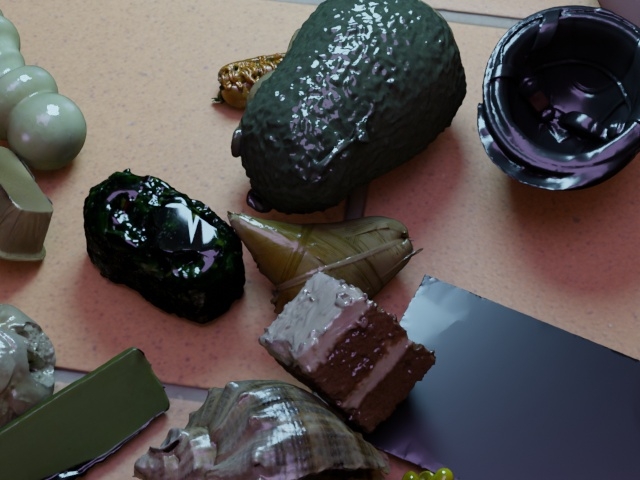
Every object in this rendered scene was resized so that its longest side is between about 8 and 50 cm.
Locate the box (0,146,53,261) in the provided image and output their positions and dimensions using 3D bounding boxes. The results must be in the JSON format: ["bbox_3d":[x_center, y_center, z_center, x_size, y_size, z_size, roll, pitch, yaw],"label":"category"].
[{"bbox_3d":[-0.414,-0.045,2.000,0.111,0.111,0.177,-29,59,-17],"label":"box"}]

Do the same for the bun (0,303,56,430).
[{"bbox_3d":[-0.408,0.154,1.849,0.193,0.128,0.178,-17,56,-13],"label":"bun"}]

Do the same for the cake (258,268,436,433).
[{"bbox_3d":[0.029,0.123,1.810,0.134,0.147,0.135,-46,25,-11],"label":"cake"}]

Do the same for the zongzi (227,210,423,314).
[{"bbox_3d":[0.000,0.000,1.926,0.194,0.099,0.197,-38,100,-24],"label":"zongzi"}]

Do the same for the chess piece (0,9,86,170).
[{"bbox_3d":[-0.412,-0.197,2.089,0.144,0.144,0.251,-38,68,-22],"label":"chess piece"}]

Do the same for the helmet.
[{"bbox_3d":[0.321,-0.160,2.030,0.230,0.160,0.279,21,71,13],"label":"helmet"}]

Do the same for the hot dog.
[{"bbox_3d":[-0.060,-0.228,2.144,0.188,0.055,0.072,-12,58,-9],"label":"hot dog"}]

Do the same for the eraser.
[{"bbox_3d":[0.196,0.193,1.874,0.150,0.023,0.104,-4,56,-2],"label":"eraser"}]

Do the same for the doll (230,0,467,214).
[{"bbox_3d":[0.028,-0.174,2.010,0.247,0.247,0.349,28,55,18],"label":"doll"}]

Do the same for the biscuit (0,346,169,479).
[{"bbox_3d":[-0.323,0.245,1.821,0.322,0.038,0.099,-34,100,-19],"label":"biscuit"}]

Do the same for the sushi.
[{"bbox_3d":[-0.195,0.002,1.949,0.225,0.127,0.124,30,61,21],"label":"sushi"}]

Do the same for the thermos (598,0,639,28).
[{"bbox_3d":[0.477,-0.318,2.158,0.176,0.146,0.265,-2,61,-31],"label":"thermos"}]

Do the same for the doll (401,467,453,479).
[{"bbox_3d":[0.106,0.364,1.719,0.098,0.135,0.241,22,56,-19],"label":"doll"}]

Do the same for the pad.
[{"bbox_3d":[0.239,0.201,1.851,0.367,0.007,0.248,22,60,15],"label":"pad"}]

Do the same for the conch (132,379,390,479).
[{"bbox_3d":[-0.066,0.228,1.755,0.291,0.210,0.159,-9,66,-24],"label":"conch"}]
